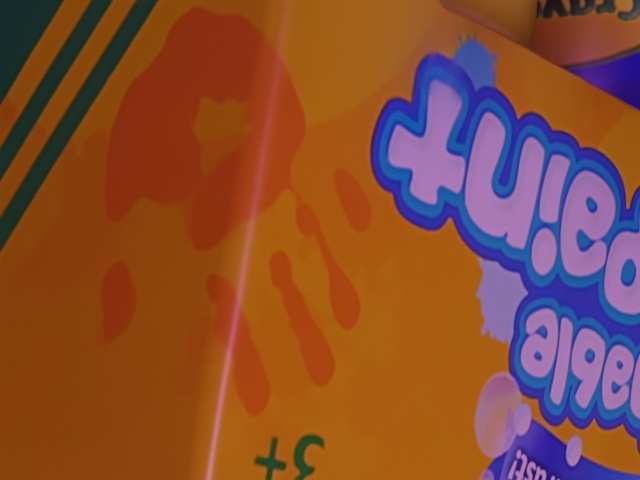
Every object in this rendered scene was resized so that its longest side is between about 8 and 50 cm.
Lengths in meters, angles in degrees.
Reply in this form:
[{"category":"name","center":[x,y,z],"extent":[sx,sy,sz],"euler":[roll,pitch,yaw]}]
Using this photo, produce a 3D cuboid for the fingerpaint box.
[{"category":"fingerpaint box","center":[0.073,-0.075,0.565],"extent":[0.445,0.163,0.371],"euler":[22,74,-53]}]
